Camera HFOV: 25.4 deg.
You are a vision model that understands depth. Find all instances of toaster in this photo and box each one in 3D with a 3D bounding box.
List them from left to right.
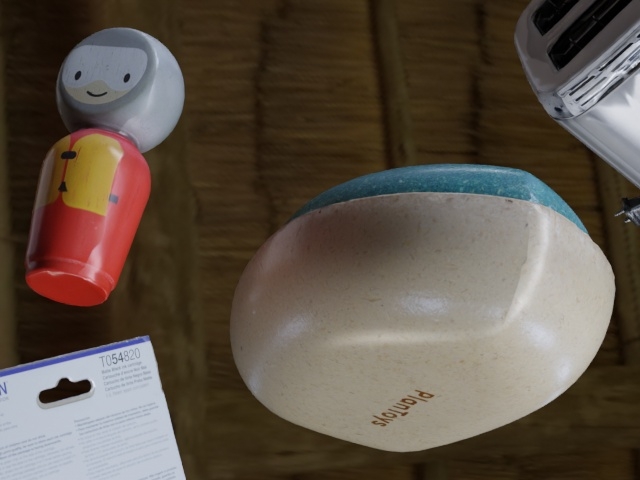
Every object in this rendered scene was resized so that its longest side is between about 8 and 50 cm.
[{"bbox_3d":[0.223,-0.121,0.869,0.227,0.146,0.129,-44,-148,26],"label":"toaster"}]

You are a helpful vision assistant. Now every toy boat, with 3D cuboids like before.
[{"bbox_3d":[0.000,0.000,0.767,0.267,0.318,0.148,-37,-143,56],"label":"toy boat"}]

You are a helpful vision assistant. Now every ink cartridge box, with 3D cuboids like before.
[{"bbox_3d":[-0.196,0.203,1.129,0.045,0.223,0.224,-16,-94,37],"label":"ink cartridge box"}]
